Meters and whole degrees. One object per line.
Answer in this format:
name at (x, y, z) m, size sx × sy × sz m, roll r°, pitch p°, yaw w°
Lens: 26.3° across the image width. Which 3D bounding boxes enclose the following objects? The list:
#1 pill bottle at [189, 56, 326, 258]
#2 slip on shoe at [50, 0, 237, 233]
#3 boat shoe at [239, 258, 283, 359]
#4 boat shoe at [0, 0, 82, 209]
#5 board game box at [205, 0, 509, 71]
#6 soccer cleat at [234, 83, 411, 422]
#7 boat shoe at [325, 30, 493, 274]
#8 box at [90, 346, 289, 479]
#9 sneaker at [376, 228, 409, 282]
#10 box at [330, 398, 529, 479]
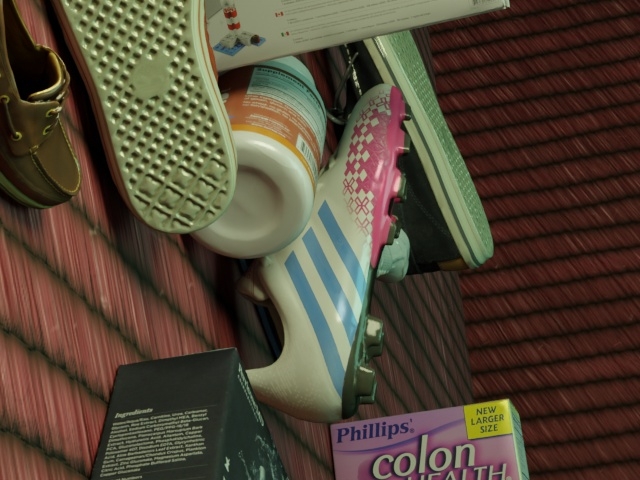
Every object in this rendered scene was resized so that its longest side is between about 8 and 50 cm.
pill bottle at (-0.058, -0.087, 1.227) m, size 0.216 × 0.121 × 0.121 m, roll -81°, pitch 158°, yaw -58°
slip on shoe at (-0.131, -0.170, 0.994) m, size 0.101 × 0.123 × 0.331 m, roll -120°, pitch -162°, yaw -73°
boat shoe at (-0.011, 0.068, 1.398) m, size 0.258 × 0.089 × 0.109 m, roll 66°, pitch 18°, yaw -49°
boat shoe at (-0.176, -0.082, 0.800) m, size 0.178 × 0.060 × 0.064 m, roll 67°, pitch 18°, yaw -49°
board game box at (-0.016, -0.247, 1.102) m, size 0.053 × 0.305 × 0.193 m, roll -87°, pitch 163°, yaw -55°
soccer cleat at (0.000, 0.000, 1.259) m, size 0.116 × 0.143 × 0.331 m, roll 84°, pitch 16°, yaw -71°
boat shoe at (0.087, -0.175, 1.945) m, size 0.500 × 0.156 × 0.187 m, roll 67°, pitch 18°, yaw -6°
box at (-0.085, 0.185, 0.939) m, size 0.158 × 0.093 × 0.156 m, roll -86°, pitch 162°, yaw -53°
sneaker at (0.053, 0.020, 1.798) m, size 0.232 × 0.090 × 0.115 m, roll 45°, pitch 42°, yaw -55°
box at (0.138, 0.323, 1.588) m, size 0.117 × 0.214 × 0.242 m, roll 50°, pitch 33°, yaw -69°
